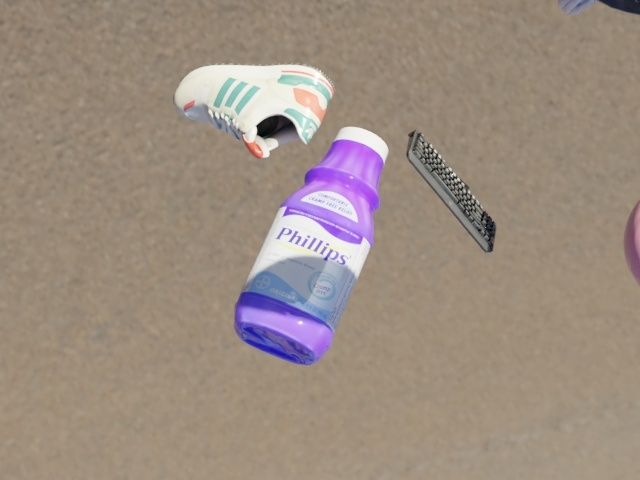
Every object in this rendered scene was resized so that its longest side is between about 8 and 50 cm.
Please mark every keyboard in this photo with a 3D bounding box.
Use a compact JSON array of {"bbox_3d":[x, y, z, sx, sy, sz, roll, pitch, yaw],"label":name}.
[{"bbox_3d":[0.178,-0.072,1.843,0.023,0.108,0.180,-34,107,20],"label":"keyboard"}]

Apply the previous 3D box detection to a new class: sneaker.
[{"bbox_3d":[-0.068,-0.111,1.211,0.161,0.075,0.057,0,148,28],"label":"sneaker"}]

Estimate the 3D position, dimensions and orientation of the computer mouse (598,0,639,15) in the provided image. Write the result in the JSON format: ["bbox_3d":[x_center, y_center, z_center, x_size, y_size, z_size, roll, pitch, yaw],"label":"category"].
[{"bbox_3d":[0.291,-0.197,0.891,0.272,0.072,0.188,7,146,2],"label":"computer mouse"}]

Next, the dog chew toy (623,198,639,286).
[{"bbox_3d":[0.588,0.034,2.019,0.207,0.332,0.206,-7,114,-16],"label":"dog chew toy"}]

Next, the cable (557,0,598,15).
[{"bbox_3d":[0.355,-0.360,1.542,0.257,0.089,0.257,-41,-178,18],"label":"cable"}]

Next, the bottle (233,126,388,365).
[{"bbox_3d":[0.000,0.000,1.581,0.092,0.118,0.283,103,10,-65],"label":"bottle"}]
